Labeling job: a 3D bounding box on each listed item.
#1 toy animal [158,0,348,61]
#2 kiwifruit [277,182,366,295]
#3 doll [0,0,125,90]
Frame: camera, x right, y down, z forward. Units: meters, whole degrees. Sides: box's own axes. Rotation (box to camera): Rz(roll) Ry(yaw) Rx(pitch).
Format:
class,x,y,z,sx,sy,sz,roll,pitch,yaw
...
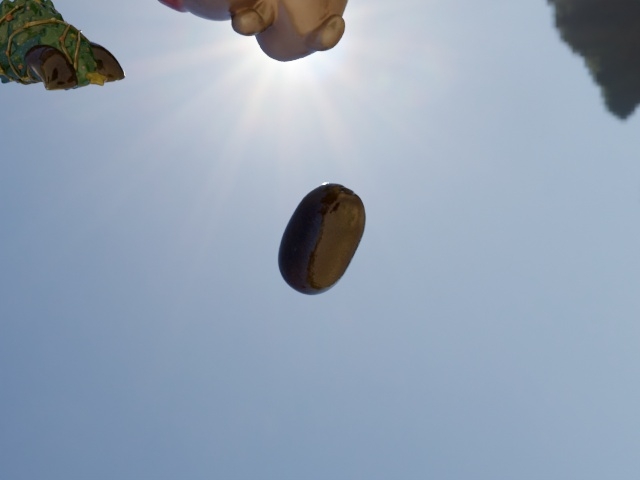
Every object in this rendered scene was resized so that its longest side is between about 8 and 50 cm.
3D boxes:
class,x,y,z,sx,sy,sz,roll,pitch,yaw
toy animal,-0.066,-0.262,1.131,0.198,0.171,0.171,27,-116,-24
kiwifruit,0.000,0.000,1.237,0.075,0.075,0.124,-32,-26,-56
doll,-0.207,-0.157,0.965,0.078,0.113,0.076,-17,-68,-47
